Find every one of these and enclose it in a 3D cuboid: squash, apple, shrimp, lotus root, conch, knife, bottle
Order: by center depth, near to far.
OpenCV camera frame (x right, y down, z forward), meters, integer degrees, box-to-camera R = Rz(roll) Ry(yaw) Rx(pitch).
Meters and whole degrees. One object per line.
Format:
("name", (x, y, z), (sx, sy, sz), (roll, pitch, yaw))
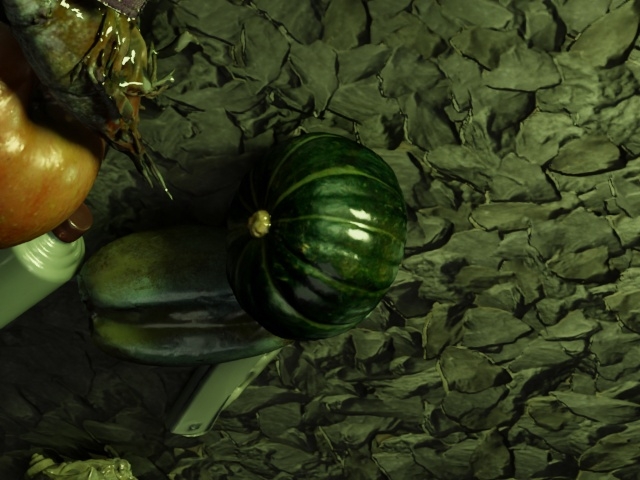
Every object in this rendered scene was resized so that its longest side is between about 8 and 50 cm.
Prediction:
("shrimp", (-0.206, -0.172, 1.868), (0.116, 0.145, 0.343), (12, 142, 33))
("apple", (-0.368, -0.085, 1.929), (0.251, 0.163, 0.293), (-9, 140, 36))
("squash", (-0.005, -0.002, 1.978), (0.218, 0.218, 0.172), (-22, 155, 28))
("lotus root", (-0.106, 0.057, 2.125), (0.322, 0.140, 0.158), (-2, 116, -4))
("bottle", (-0.340, 0.025, 2.130), (0.104, 0.104, 0.245), (33, 133, -28))
("knife", (-0.113, 0.162, 2.313), (0.073, 0.040, 0.265), (13, 140, -23))
("conch", (-0.293, 0.364, 2.464), (0.163, 0.245, 0.178), (-33, 166, -8))

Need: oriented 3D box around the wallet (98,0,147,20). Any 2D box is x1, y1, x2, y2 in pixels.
("wallet", (-0.173, -0.294, 1.734), (0.111, 0.030, 0.166), (27, 100, -26))
